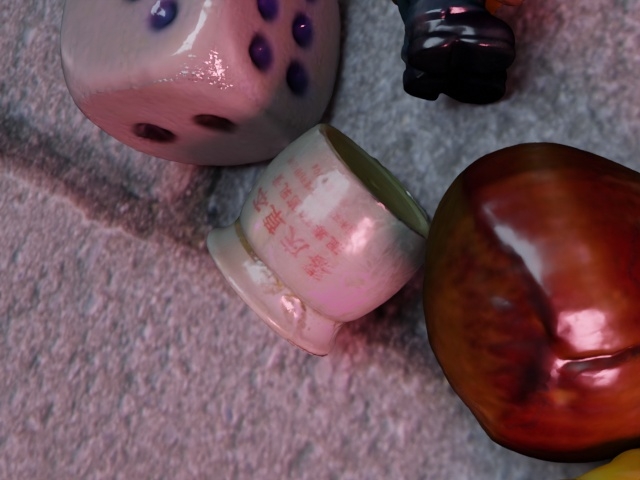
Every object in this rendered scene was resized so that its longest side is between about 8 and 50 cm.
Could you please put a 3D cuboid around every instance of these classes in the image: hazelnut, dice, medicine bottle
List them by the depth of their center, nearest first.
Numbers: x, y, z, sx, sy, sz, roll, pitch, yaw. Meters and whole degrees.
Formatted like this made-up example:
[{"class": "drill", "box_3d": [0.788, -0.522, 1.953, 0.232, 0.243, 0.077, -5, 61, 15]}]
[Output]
[{"class": "hazelnut", "box_3d": [0.181, 0.041, 1.079, 0.229, 0.229, 0.229, -14, 63, 30]}, {"class": "medicine bottle", "box_3d": [0.000, 0.000, 1.242, 0.143, 0.147, 0.147, -45, 52, 12]}, {"class": "dice", "box_3d": [-0.105, -0.184, 1.368, 0.192, 0.194, 0.193, -3, 67, 33]}]

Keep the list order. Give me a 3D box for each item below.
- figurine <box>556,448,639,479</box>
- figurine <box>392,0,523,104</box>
[{"class": "figurine", "box_3d": [0.172, 0.242, 1.028, 0.246, 0.156, 0.131, -56, 14, 20]}, {"class": "figurine", "box_3d": [0.095, -0.291, 1.284, 0.204, 0.185, 0.332, 16, 72, 3]}]
